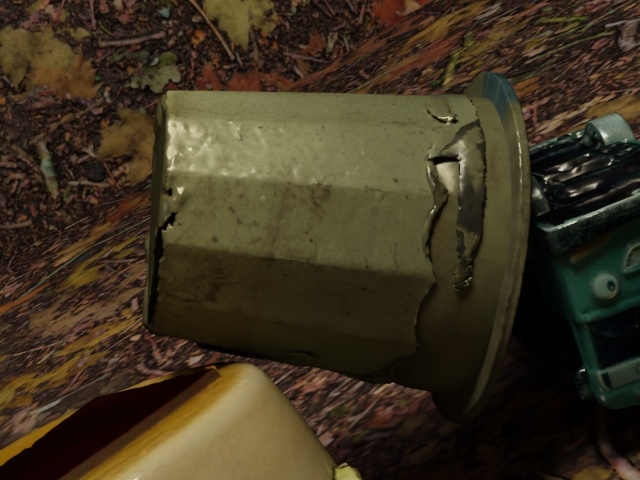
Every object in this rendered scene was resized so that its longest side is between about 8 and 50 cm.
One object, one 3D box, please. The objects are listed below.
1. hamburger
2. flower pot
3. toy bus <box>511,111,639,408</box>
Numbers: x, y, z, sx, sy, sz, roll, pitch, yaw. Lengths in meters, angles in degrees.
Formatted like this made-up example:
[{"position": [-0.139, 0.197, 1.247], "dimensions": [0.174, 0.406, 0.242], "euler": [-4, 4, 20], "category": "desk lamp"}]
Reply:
[{"position": [-0.111, 0.192, 0.768], "dimensions": [0.302, 0.170, 0.302], "euler": [-27, 8, 4], "category": "hamburger"}, {"position": [0.000, 0.000, 0.833], "dimensions": [0.202, 0.212, 0.212], "euler": [3, 11, -11], "category": "flower pot"}, {"position": [0.175, 0.009, 0.880], "dimensions": [0.128, 0.147, 0.256], "euler": [-21, 11, -4], "category": "toy bus"}]
